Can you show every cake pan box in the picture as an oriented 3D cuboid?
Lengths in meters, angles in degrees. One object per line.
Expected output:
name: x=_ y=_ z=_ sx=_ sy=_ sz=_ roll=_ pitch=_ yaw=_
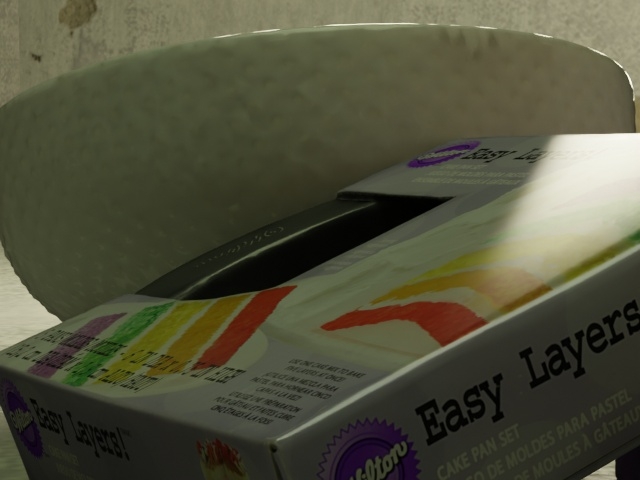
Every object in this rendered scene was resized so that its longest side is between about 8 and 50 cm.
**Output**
cake pan box: x=0.031 y=0.033 z=0.705 sx=0.245 sy=0.070 sz=0.267 roll=-23 pitch=13 yaw=-24

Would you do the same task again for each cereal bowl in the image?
cereal bowl: x=0.000 y=0.000 z=1.000 sx=0.339 sy=0.141 sz=0.339 roll=-5 pitch=-11 yaw=-1

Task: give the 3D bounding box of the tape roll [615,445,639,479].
tape roll: x=0.215 y=0.060 z=0.782 sx=0.189 sy=0.080 sz=0.189 roll=-1 pitch=4 yaw=0
